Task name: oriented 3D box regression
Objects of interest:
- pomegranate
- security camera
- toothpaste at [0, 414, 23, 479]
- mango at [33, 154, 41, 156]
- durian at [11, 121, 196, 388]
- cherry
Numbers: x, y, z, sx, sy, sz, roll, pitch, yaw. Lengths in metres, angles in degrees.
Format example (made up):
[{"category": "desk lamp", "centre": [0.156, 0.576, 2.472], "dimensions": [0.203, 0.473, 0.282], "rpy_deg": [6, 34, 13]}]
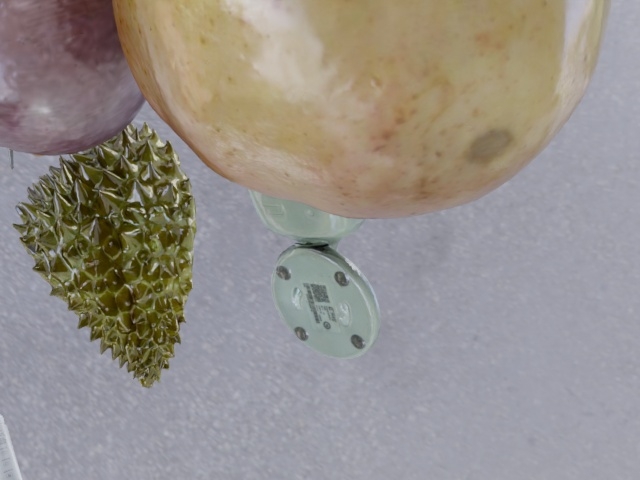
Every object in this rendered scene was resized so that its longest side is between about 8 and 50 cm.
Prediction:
[{"category": "pomegranate", "centre": [0.026, -0.154, 0.786], "dimensions": [0.338, 0.338, 0.338], "rpy_deg": [-6, 103, -28]}, {"category": "security camera", "centre": [0.000, 0.000, 1.362], "dimensions": [0.080, 0.157, 0.301], "rpy_deg": [-37, 121, -45]}, {"category": "toothpaste", "centre": [-0.513, 0.356, 1.861], "dimensions": [0.048, 0.190, 0.031], "rpy_deg": [-20, 135, -10]}, {"category": "mango", "centre": [-0.453, -0.228, 1.981], "dimensions": [0.141, 0.217, 0.102], "rpy_deg": [-4, 118, 13]}, {"category": "durian", "centre": [-0.202, -0.017, 1.125], "dimensions": [0.172, 0.306, 0.166], "rpy_deg": [-33, 136, -8]}, {"category": "cherry", "centre": [-0.239, -0.207, 0.932], "dimensions": [0.221, 0.261, 0.307], "rpy_deg": [-12, 121, -34]}]
